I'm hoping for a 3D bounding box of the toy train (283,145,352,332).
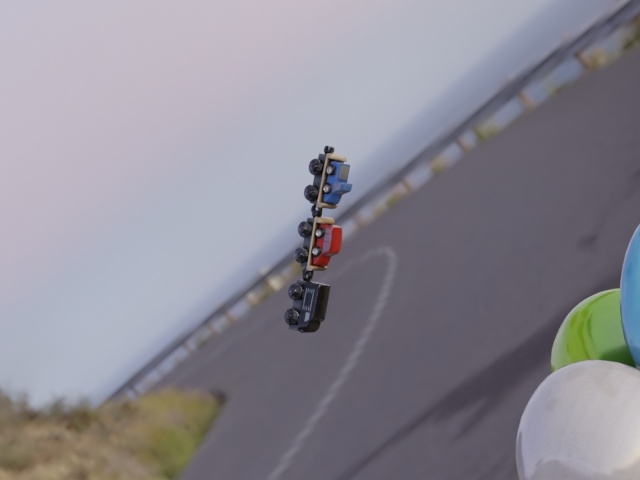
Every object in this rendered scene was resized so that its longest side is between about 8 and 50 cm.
[{"bbox_3d":[0.000,0.000,1.395,0.027,0.036,0.158,5,-84,-56],"label":"toy train"}]

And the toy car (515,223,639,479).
[{"bbox_3d":[0.169,0.053,0.589,0.159,0.182,0.136,-30,-38,-41],"label":"toy car"}]
